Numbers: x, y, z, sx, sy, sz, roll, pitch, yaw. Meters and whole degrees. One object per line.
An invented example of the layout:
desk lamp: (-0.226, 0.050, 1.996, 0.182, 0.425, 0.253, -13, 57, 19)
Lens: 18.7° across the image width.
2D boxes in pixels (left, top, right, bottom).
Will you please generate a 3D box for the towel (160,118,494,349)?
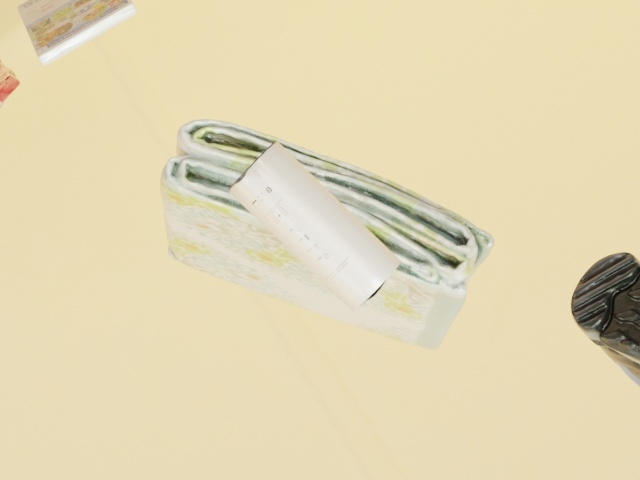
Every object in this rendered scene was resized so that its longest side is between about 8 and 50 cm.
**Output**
towel: (0.000, 0.000, 1.969, 0.374, 0.320, 0.090, 101, 10, -76)

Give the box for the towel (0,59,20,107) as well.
towel: (-0.365, -0.050, 1.829, 0.275, 0.031, 0.199, -63, -178, -4)

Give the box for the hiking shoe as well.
hiking shoe: (0.360, 0.118, 1.688, 0.304, 0.132, 0.113, 40, -91, 26)

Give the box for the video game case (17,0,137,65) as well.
video game case: (-0.200, -0.188, 1.588, 0.087, 0.011, 0.122, -30, -150, -1)

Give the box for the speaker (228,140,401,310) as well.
speaker: (-0.004, -0.010, 1.484, 0.055, 0.136, 0.055, -46, 180, 0)
